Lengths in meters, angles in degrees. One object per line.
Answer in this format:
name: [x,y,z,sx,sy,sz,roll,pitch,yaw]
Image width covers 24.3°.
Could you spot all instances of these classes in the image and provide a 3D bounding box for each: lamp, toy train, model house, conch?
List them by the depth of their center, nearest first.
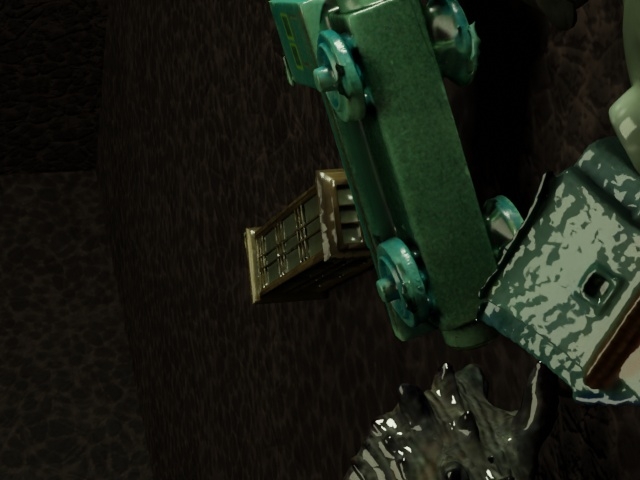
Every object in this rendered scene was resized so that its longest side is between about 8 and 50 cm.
model house: [0.187,0.037,0.849,0.149,0.119,0.148,47,120,29]
conch: [0.109,0.221,1.053,0.241,0.186,0.313,-72,-24,-59]
toy train: [0.060,-0.066,1.128,0.194,0.120,0.298,-147,39,-72]
lamp: [0.000,0.000,1.489,0.325,0.089,0.090,146,119,-71]

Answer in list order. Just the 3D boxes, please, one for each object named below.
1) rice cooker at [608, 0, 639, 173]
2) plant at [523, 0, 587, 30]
rice cooker: [0.214,-0.099,0.353,0.288,0.277,0.288,174,90,-78]
plant: [0.158,-0.235,0.709,0.276,0.188,0.199,69,-173,-78]
